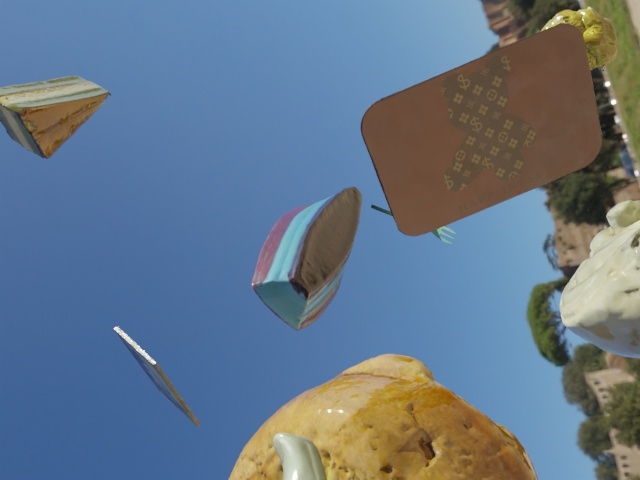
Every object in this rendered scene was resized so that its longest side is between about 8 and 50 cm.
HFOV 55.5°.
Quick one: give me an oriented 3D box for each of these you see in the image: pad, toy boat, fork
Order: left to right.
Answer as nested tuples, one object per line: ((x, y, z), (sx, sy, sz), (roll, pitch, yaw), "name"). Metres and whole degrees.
((0.000, 0.000, 0.929), (0.136, 0.079, 0.392), (46, -153, -8), "toy boat")
((0.241, -0.051, 1.585), (0.021, 0.235, 0.039), (-17, -51, -68), "fork")
((0.191, -0.120, 0.702), (0.004, 0.267, 0.181), (-110, -4, -63), "pad")

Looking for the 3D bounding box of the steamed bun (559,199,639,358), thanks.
((0.526, 0.040, 0.792), (0.352, 0.339, 0.247), (1, -142, -24), "steamed bun")

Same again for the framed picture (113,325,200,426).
((-0.293, 0.248, 1.099), (0.010, 0.136, 0.201), (-41, -43, -24), "framed picture")

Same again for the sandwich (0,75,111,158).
((-0.417, -0.227, 0.949), (0.163, 0.079, 0.113), (-55, -14, -25), "sandwich")

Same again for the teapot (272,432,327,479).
((0.085, 0.198, 0.214), (0.149, 0.318, 0.220), (-42, -72, -33), "teapot")

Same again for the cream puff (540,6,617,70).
((0.456, -0.344, 1.109), (0.121, 0.156, 0.156), (44, -143, -18), "cream puff")

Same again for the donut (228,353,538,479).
((0.042, 0.262, 0.523), (0.150, 0.299, 0.317), (0, -78, -46), "donut")
